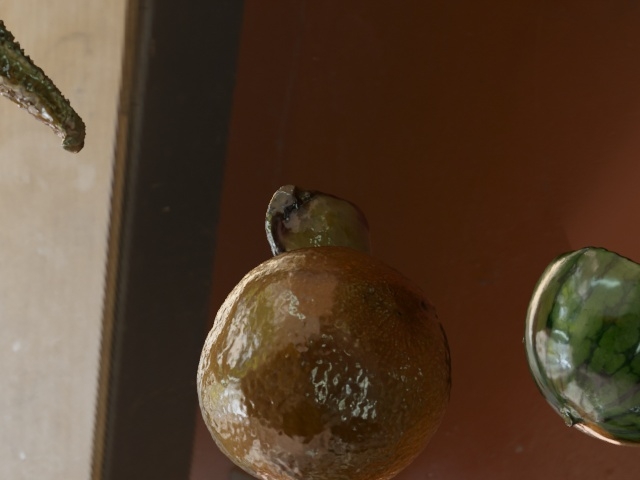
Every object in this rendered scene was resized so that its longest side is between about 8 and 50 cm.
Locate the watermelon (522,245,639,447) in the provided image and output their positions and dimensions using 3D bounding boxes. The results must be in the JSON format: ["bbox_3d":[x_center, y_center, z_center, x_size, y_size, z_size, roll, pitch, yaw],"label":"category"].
[{"bbox_3d":[0.411,0.178,1.571,0.331,0.189,0.331,34,146,27],"label":"watermelon"}]

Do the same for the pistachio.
[{"bbox_3d":[0.000,0.000,1.695,0.210,0.165,0.130,48,153,-13],"label":"pistachio"}]

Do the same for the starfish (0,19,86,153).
[{"bbox_3d":[-0.177,-0.129,0.431,0.043,0.227,0.240,-39,102,2],"label":"starfish"}]

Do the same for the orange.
[{"bbox_3d":[-0.002,0.131,1.075,0.264,0.264,0.264,6,101,32],"label":"orange"}]
